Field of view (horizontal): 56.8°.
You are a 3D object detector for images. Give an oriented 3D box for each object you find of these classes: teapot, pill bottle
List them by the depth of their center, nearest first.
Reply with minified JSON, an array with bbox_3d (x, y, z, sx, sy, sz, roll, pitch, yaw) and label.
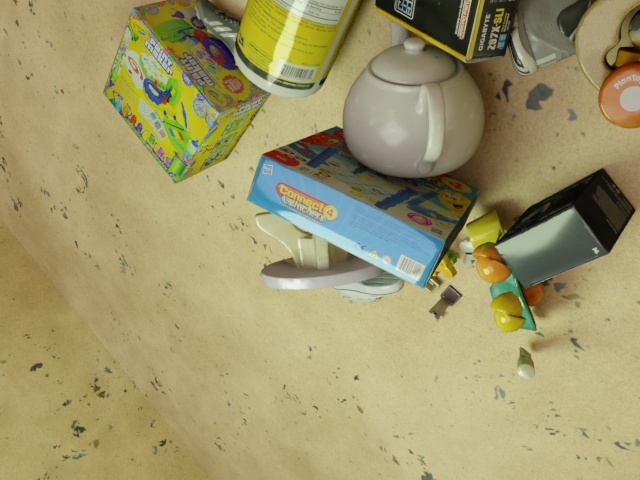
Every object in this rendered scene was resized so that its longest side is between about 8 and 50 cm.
[{"bbox_3d":[0.151,-0.231,0.958,0.256,0.253,0.187,29,140,32],"label":"teapot"},{"bbox_3d":[-0.023,-0.432,1.031,0.188,0.188,0.334,43,137,11],"label":"pill bottle"}]

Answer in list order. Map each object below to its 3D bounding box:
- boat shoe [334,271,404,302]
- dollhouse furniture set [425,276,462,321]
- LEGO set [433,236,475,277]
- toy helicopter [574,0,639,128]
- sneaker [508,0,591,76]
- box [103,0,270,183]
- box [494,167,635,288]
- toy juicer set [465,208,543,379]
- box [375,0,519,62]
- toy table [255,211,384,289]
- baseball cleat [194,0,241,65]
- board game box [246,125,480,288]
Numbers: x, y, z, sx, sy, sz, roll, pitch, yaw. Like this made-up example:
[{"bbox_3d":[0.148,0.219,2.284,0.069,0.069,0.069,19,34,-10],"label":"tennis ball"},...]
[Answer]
[{"bbox_3d":[0.116,0.104,1.361,0.226,0.083,0.075,4,132,53],"label":"boat shoe"},{"bbox_3d":[0.220,0.124,1.265,0.114,0.081,0.091,43,137,11],"label":"dollhouse furniture set"},{"bbox_3d":[0.217,0.015,1.192,0.227,0.087,0.093,2,118,40],"label":"LEGO set"},{"bbox_3d":[0.499,-0.295,0.723,0.355,0.140,0.234,-12,105,33],"label":"toy helicopter"},{"bbox_3d":[0.324,-0.365,0.862,0.132,0.086,0.228,-15,90,17],"label":"sneaker"},{"bbox_3d":[-0.313,-0.341,1.360,0.290,0.177,0.279,51,138,3],"label":"box"},{"bbox_3d":[0.394,-0.019,0.956,0.093,0.158,0.156,53,138,0],"label":"box"},{"bbox_3d":[0.358,0.118,1.054,0.090,0.209,0.328,-20,106,18],"label":"toy juicer set"},{"bbox_3d":[0.190,-0.453,0.833,0.257,0.080,0.321,-126,32,-44],"label":"box"},{"bbox_3d":[0.000,0.000,1.285,0.252,0.275,0.160,-142,43,-68],"label":"toy table"},{"bbox_3d":[-0.176,-0.452,1.258,0.109,0.072,0.206,-38,94,35],"label":"baseball cleat"},{"bbox_3d":[0.088,-0.076,0.997,0.308,0.302,0.086,26,117,13],"label":"board game box"}]
